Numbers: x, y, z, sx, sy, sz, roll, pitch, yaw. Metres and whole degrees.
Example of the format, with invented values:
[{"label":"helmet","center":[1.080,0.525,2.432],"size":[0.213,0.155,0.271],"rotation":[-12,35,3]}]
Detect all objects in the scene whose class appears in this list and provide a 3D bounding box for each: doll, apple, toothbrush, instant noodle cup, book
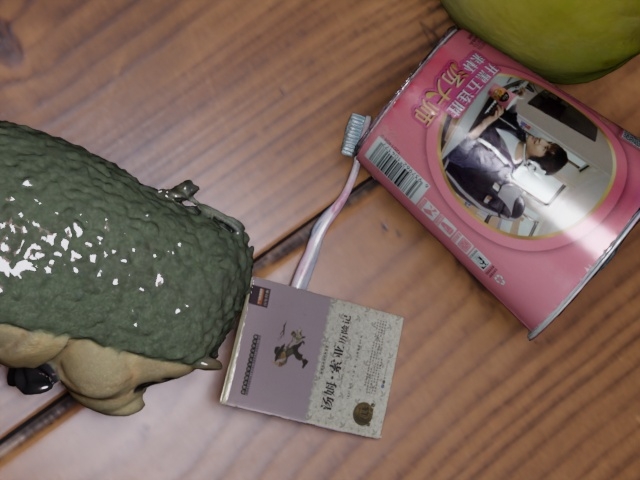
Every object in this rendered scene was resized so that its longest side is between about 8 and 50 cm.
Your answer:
[{"label":"doll","center":[-0.237,0.029,1.729],"size":[0.349,0.247,0.247],"rotation":[14,83,-19]},{"label":"apple","center":[0.260,-0.302,1.829],"size":[0.295,0.233,0.258],"rotation":[-39,90,-10]},{"label":"toothbrush","center":[0.000,0.000,1.867],"size":[0.027,0.021,0.269],"rotation":[19,82,5]},{"label":"instant noodle cup","center":[0.179,-0.068,1.813],"size":[0.255,0.244,0.244],"rotation":[39,80,4]},{"label":"book","center":[-0.005,0.115,1.829],"size":[0.181,0.014,0.127],"rotation":[17,83,-29]}]
